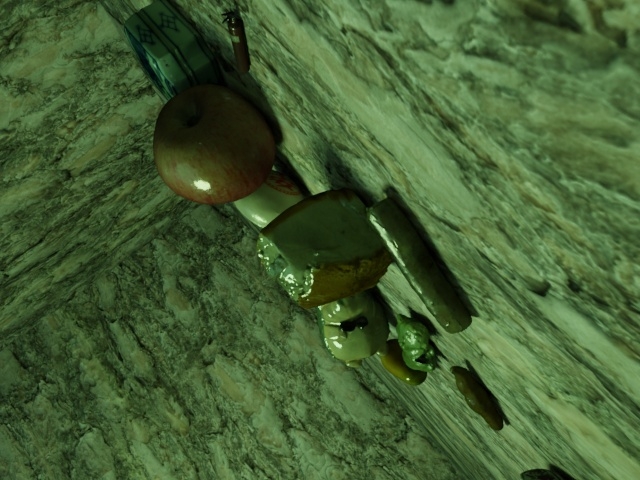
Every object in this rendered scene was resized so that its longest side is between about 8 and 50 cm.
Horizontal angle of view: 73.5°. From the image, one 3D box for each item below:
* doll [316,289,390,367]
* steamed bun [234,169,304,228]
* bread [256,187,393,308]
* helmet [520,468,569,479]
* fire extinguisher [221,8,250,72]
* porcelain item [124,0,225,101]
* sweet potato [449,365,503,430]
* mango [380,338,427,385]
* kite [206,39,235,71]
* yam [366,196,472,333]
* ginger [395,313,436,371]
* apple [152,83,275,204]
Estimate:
[{"bbox_3d":[0.096,0.239,1.418,0.350,0.247,0.247,70,165,-12],"label":"doll"},{"bbox_3d":[-0.143,-0.133,1.295,0.231,0.145,0.232,31,-160,-13],"label":"steamed bun"},{"bbox_3d":[0.005,0.022,0.984,0.225,0.279,0.250,62,172,21],"label":"bread"},{"bbox_3d":[0.575,0.623,1.028,0.153,0.107,0.177,51,-172,-15],"label":"helmet"},{"bbox_3d":[-0.173,-0.418,0.885,0.173,0.035,0.049,99,170,-75],"label":"fire extinguisher"},{"bbox_3d":[-0.419,-0.509,1.247,0.286,0.157,0.281,49,170,14],"label":"porcelain item"},{"bbox_3d":[0.414,0.419,1.119,0.274,0.067,0.067,53,169,-17],"label":"sweet potato"},{"bbox_3d":[0.281,0.409,1.431,0.227,0.136,0.099,-138,50,-69],"label":"mango"},{"bbox_3d":[-0.252,-0.465,1.106,0.122,0.004,0.090,47,168,18],"label":"kite"},{"bbox_3d":[0.192,0.054,0.827,0.317,0.071,0.067,53,-155,-12],"label":"yam"},{"bbox_3d":[0.280,0.304,1.240,0.137,0.089,0.290,-114,2,-47],"label":"ginger"},{"bbox_3d":[-0.288,-0.258,1.131,0.345,0.344,0.269,44,157,34],"label":"apple"}]
